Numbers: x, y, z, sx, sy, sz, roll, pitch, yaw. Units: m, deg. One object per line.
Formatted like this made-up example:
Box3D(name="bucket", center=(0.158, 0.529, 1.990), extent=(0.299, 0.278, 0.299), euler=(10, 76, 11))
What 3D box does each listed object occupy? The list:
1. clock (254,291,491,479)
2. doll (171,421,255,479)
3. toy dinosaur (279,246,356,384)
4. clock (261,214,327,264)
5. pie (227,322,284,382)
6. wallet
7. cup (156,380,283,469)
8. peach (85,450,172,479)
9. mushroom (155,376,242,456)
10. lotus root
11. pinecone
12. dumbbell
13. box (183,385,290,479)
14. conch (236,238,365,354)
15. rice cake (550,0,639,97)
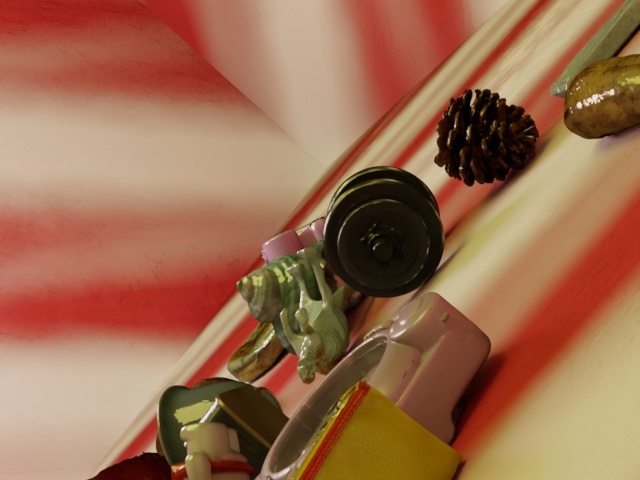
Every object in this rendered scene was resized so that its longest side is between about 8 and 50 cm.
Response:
Box3D(name="clock", center=(0.040, 0.220, 1.522), extent=(0.295, 0.113, 0.322), euler=(-52, 7, -27))
Box3D(name="doll", center=(-0.103, 0.341, 1.393), extent=(0.130, 0.290, 0.161), euler=(-10, -20, 8))
Box3D(name="toy dinosaur", center=(0.005, 0.114, 2.150), extent=(0.092, 0.205, 0.393), euler=(-20, -3, 17))
Box3D(name="clock", center=(0.000, 0.000, 2.751), extent=(0.248, 0.090, 0.227), euler=(-25, -3, -5))
Box3D(name="pie", center=(-0.082, 0.171, 2.722), extent=(0.302, 0.067, 0.302), euler=(-48, 6, 7))
Box3D(name="wallet", center=(0.030, 0.258, 1.260), extent=(0.241, 0.141, 0.067), euler=(-54, 4, -41))
Box3D(name="cup", center=(-0.138, 0.293, 2.060), extent=(0.150, 0.199, 0.199), euler=(-26, 15, 20))
Box3D(name="peach", center=(-0.332, 0.492, 2.011), extent=(0.362, 0.201, 0.257), euler=(-36, -26, -11))
Box3D(name="mushroom", center=(-0.200, 0.320, 2.324), extent=(0.231, 0.138, 0.194), euler=(-44, 8, 33))
Box3D(name="lotus root", center=(0.392, -0.194, 1.704), extent=(0.110, 0.097, 0.258), euler=(-48, 10, -18))
Box3D(name="pinecone", center=(0.265, -0.164, 2.097), extent=(0.173, 0.173, 0.173), euler=(-47, 7, 8))
Box3D(name="dumbbell", center=(0.101, -0.017, 2.108), extent=(0.192, 0.192, 0.290), euler=(-47, 7, 12))
Box3D(name="box", center=(-0.091, 0.277, 1.759), extent=(0.090, 0.144, 0.201), euler=(-52, -8, 4))
Box3D(name="conch", center=(-0.026, 0.096, 2.319), extent=(0.195, 0.277, 0.220), euler=(16, 100, 59))
Box3D(name="rice cake", center=(0.466, -0.321, 2.150), extent=(0.226, 0.040, 0.085), euler=(-49, 6, -3))
